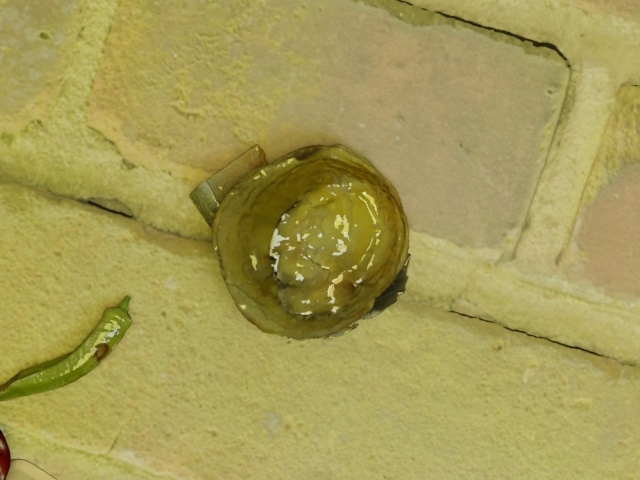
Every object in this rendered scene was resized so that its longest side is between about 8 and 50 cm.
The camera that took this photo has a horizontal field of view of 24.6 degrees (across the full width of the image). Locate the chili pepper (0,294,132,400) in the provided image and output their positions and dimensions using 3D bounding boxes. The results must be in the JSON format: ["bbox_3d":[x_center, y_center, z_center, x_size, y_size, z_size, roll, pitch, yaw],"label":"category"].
[{"bbox_3d":[-0.295,0.141,1.694,0.208,0.043,0.049,-35,107,-2],"label":"chili pepper"}]

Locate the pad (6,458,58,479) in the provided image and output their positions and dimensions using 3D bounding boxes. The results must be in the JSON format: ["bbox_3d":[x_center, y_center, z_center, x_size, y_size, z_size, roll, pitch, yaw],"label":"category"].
[{"bbox_3d":[-0.301,0.390,1.718,0.266,0.002,0.176,34,89,-5],"label":"pad"}]

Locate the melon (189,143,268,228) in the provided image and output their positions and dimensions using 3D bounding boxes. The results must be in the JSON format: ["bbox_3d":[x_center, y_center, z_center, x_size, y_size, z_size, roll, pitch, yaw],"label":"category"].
[{"bbox_3d":[-0.066,-0.011,1.712,0.098,0.054,0.182,-32,94,-18],"label":"melon"}]

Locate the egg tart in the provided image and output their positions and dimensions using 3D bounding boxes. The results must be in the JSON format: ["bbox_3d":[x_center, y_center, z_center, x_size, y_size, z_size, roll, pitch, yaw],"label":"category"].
[{"bbox_3d":[0.000,0.000,1.664,0.252,0.098,0.232,8,86,-21],"label":"egg tart"}]

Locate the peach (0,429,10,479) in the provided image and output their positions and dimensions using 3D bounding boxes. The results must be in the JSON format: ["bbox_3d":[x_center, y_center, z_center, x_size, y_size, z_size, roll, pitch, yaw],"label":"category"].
[{"bbox_3d":[-0.424,0.225,1.661,0.172,0.127,0.092,40,97,21],"label":"peach"}]
